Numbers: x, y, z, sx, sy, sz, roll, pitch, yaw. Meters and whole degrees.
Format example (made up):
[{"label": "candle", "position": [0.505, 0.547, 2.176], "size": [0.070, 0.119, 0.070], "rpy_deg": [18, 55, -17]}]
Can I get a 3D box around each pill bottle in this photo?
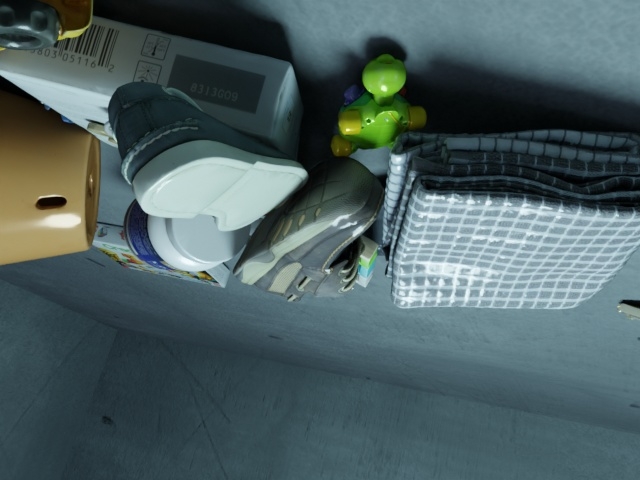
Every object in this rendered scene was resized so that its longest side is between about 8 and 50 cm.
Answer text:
[{"label": "pill bottle", "position": [-0.224, -0.025, 0.992], "size": [0.153, 0.153, 0.264], "rpy_deg": [26, 166, -27]}]

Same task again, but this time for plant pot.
[{"label": "plant pot", "position": [-0.446, -0.091, 0.894], "size": [0.203, 0.291, 0.291], "rpy_deg": [3, 163, -14]}]

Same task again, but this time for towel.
[{"label": "towel", "position": [0.212, -0.014, 0.678], "size": [0.283, 0.121, 0.235], "rpy_deg": [1, 150, 1]}]

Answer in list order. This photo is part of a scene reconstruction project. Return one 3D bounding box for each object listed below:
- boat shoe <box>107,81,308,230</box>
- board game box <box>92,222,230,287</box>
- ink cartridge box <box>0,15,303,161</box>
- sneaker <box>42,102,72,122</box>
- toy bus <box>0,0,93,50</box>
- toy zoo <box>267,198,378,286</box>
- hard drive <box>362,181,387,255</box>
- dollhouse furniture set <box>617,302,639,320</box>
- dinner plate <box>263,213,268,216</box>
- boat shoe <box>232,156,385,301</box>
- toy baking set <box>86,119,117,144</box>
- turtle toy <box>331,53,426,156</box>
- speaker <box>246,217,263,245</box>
[{"label": "boat shoe", "position": [-0.100, -0.080, 0.604], "size": [0.116, 0.099, 0.319], "rpy_deg": [-35, 171, 11]}, {"label": "board game box", "position": [-0.397, 0.037, 1.480], "size": [0.305, 0.053, 0.193], "rpy_deg": [9, 159, 17]}, {"label": "ink cartridge box", "position": [-0.174, -0.162, 0.792], "size": [0.308, 0.091, 0.385], "rpy_deg": [14, 177, 4]}, {"label": "sneaker", "position": [-0.348, -0.203, 0.795], "size": [0.052, 0.058, 0.135], "rpy_deg": [12, 159, 11]}, {"label": "toy bus", "position": [-0.334, -0.228, 0.533], "size": [0.220, 0.149, 0.211], "rpy_deg": [-4, 177, -30]}, {"label": "toy zoo", "position": [0.004, 0.005, 1.014], "size": [0.192, 0.030, 0.293], "rpy_deg": [30, 170, 9]}, {"label": "hard drive", "position": [0.139, -0.031, 0.893], "size": [0.254, 0.054, 0.172], "rpy_deg": [-4, 152, 46]}, {"label": "dollhouse furniture set", "position": [0.592, 0.124, 1.013], "size": [0.076, 0.059, 0.151], "rpy_deg": [23, 179, -41]}, {"label": "dinner plate", "position": [-0.144, -0.079, 1.014], "size": [0.141, 0.017, 0.141], "rpy_deg": [20, 165, 6]}, {"label": "boat shoe", "position": [0.000, 0.000, 0.789], "size": [0.130, 0.132, 0.355], "rpy_deg": [32, 157, -14]}, {"label": "toy baking set", "position": [-0.182, -0.106, 0.746], "size": [0.196, 0.030, 0.256], "rpy_deg": [17, 175, -32]}, {"label": "turtle toy", "position": [0.060, -0.141, 0.638], "size": [0.095, 0.066, 0.130], "rpy_deg": [-6, 161, -11]}, {"label": "speaker", "position": [-0.099, -0.009, 1.005], "size": [0.055, 0.055, 0.136], "rpy_deg": [34, 174, -42]}]
